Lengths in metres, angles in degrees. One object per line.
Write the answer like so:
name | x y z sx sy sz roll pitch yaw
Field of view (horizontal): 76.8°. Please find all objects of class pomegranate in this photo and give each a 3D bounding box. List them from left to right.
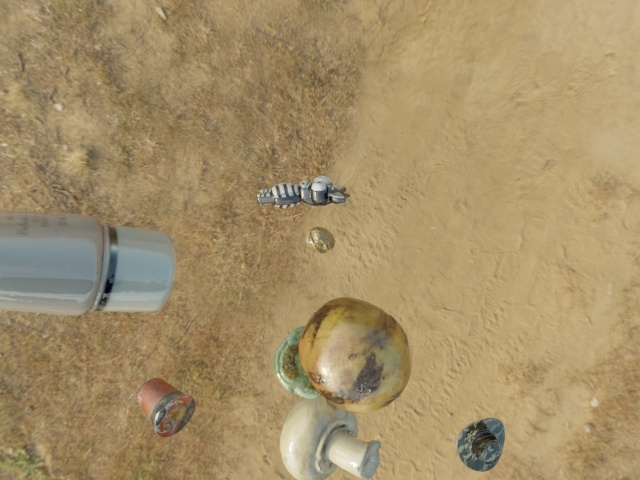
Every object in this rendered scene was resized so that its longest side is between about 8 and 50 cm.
pomegranate | 0.093 0.304 1.086 0.322 0.322 0.322 0 97 0

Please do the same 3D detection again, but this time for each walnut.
walnut | 0.000 0.000 1.244 0.079 0.096 0.082 -13 54 35

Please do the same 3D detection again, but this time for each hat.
hat | 0.350 0.434 0.849 0.121 0.050 0.121 0 92 -9

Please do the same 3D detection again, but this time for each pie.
pie | -0.032 0.386 1.302 0.241 0.054 0.240 4 65 -8

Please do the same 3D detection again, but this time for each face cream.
face cream | -0.277 0.009 0.309 0.314 0.143 0.089 12 95 -38

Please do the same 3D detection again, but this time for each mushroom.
mushroom | 0.036 0.687 1.383 0.336 0.314 0.314 2 93 45

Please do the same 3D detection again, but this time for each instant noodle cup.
instant noodle cup | -0.445 0.462 1.143 0.136 0.127 0.127 22 98 34

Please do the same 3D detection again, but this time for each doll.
doll | -0.039 -0.111 0.950 0.220 0.091 0.067 -1 113 8
